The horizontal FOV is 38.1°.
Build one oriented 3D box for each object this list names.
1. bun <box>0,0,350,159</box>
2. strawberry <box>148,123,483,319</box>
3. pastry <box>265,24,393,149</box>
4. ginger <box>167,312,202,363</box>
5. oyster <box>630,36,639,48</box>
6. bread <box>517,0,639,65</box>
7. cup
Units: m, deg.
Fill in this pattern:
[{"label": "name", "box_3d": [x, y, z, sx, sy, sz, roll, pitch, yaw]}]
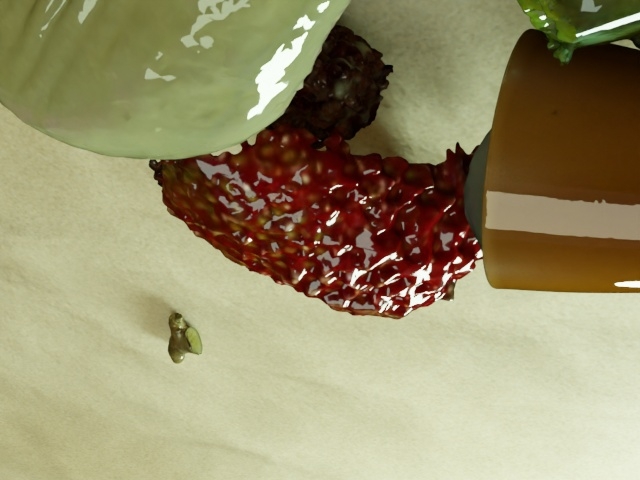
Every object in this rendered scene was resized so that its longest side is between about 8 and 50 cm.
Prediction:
[{"label": "bun", "box_3d": [-0.100, -0.224, 0.507, 0.361, 0.213, 0.361, 10, 114, 24]}, {"label": "strawberry", "box_3d": [0.000, 0.000, 0.738, 0.306, 0.138, 0.233, -2, 172, -35]}, {"label": "pastry", "box_3d": [-0.051, -0.143, 0.708, 0.208, 0.097, 0.115, 22, 136, -12]}, {"label": "ginger", "box_3d": [-0.162, 0.121, 1.123, 0.048, 0.030, 0.097, 35, 143, 19]}, {"label": "oyster", "box_3d": [0.253, -0.165, 0.612, 0.146, 0.045, 0.122, -40, 78, 26]}, {"label": "bread", "box_3d": [0.239, -0.223, 0.448, 0.376, 0.208, 0.251, -8, 141, 21]}, {"label": "cup", "box_3d": [0.239, -0.036, 0.635, 0.264, 0.182, 0.226, 10, 173, 22]}]
